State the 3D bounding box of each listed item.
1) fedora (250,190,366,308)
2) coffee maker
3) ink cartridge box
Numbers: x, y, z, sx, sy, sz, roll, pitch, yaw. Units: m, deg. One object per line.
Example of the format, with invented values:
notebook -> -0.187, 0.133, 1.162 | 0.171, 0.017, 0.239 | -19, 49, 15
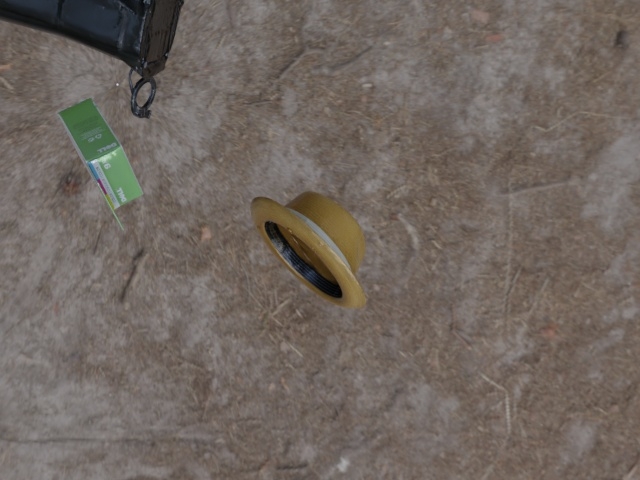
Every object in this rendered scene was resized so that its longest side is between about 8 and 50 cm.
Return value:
fedora -> 0.000, 0.000, 0.915 | 0.079, 0.194, 0.194 | -47, 110, -18
coffee maker -> -0.237, -0.230, 0.703 | 0.178, 0.120, 0.171 | 18, 91, 3
ink cartridge box -> -0.344, -0.125, 1.170 | 0.062, 0.209, 0.109 | -28, 140, -14
